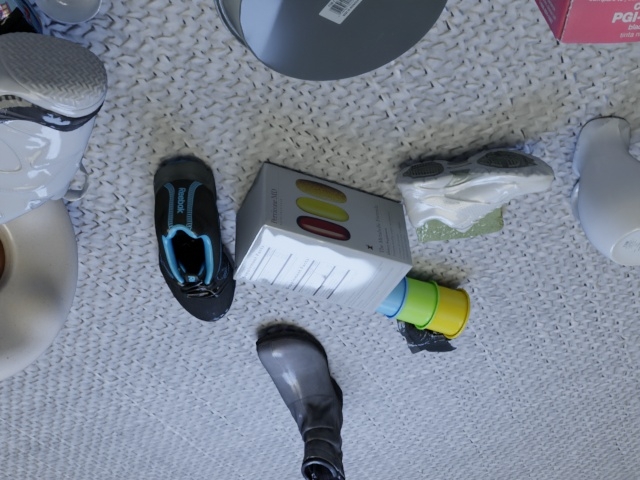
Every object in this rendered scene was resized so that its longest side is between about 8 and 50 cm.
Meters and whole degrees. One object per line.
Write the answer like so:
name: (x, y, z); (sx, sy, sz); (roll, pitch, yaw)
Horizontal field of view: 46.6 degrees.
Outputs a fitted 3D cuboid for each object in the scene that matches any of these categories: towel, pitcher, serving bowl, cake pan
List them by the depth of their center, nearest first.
cake pan: (0.024, -0.290, 0.859); (0.293, 0.054, 0.293); (-12, 151, -7)
serving bowl: (-0.303, -0.305, 0.894); (0.083, 0.027, 0.083); (-2, 136, -2)
pitcher: (0.430, -0.050, 1.098); (0.125, 0.207, 0.178); (0, 138, -4)
towel: (0.225, -0.045, 1.215); (0.148, 0.027, 0.110); (-9, 136, 6)

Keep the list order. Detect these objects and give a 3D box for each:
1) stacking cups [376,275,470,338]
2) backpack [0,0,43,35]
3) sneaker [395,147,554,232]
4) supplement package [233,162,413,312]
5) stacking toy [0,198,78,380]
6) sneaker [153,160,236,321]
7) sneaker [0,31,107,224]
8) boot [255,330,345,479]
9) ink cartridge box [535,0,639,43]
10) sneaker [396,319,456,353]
stacking cups: (0.105, 0.097, 1.306); (0.316, 0.096, 0.096); (14, 134, -19)
backpack: (-0.411, -0.250, 0.877); (0.173, 0.117, 0.158); (-16, 135, 13)
sneaker: (0.236, -0.070, 1.133); (0.232, 0.090, 0.115); (-5, 121, 14)
supplement package: (0.000, 0.000, 1.162); (0.244, 0.139, 0.134); (15, 135, -20)
stacking toy: (-0.636, 0.044, 1.097); (0.479, 0.351, 0.350); (-8, 140, 30)
sneaker: (-0.208, 0.039, 1.186); (0.125, 0.140, 0.341); (-7, 138, -1)
sneaker: (-0.428, -0.124, 0.822); (0.365, 0.137, 0.210); (2, 136, -17)
boot: (-0.021, 0.342, 1.462); (0.118, 0.223, 0.338); (-20, 135, 16)
ink cartridge box: (0.295, -0.374, 0.741); (0.117, 0.207, 0.283); (-2, 137, -5)
sneaker: (0.204, 0.172, 1.430); (0.089, 0.051, 0.170); (-16, 140, 12)
